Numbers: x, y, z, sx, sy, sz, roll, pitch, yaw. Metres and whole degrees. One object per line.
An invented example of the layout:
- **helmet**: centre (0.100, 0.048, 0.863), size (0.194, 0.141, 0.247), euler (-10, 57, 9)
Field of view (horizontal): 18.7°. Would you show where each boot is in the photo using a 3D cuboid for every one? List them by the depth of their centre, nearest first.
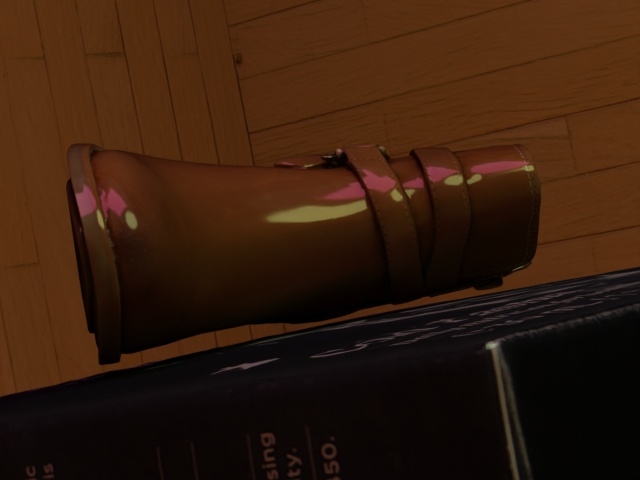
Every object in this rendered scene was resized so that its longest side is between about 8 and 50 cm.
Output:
- **boot**: centre (0.000, 0.000, 0.953), size (0.220, 0.109, 0.283), euler (-7, -9, 6)

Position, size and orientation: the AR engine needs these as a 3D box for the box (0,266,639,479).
- **box**: centre (0.056, 0.181, 0.934), size (0.471, 0.297, 0.480), euler (-14, -3, 39)
